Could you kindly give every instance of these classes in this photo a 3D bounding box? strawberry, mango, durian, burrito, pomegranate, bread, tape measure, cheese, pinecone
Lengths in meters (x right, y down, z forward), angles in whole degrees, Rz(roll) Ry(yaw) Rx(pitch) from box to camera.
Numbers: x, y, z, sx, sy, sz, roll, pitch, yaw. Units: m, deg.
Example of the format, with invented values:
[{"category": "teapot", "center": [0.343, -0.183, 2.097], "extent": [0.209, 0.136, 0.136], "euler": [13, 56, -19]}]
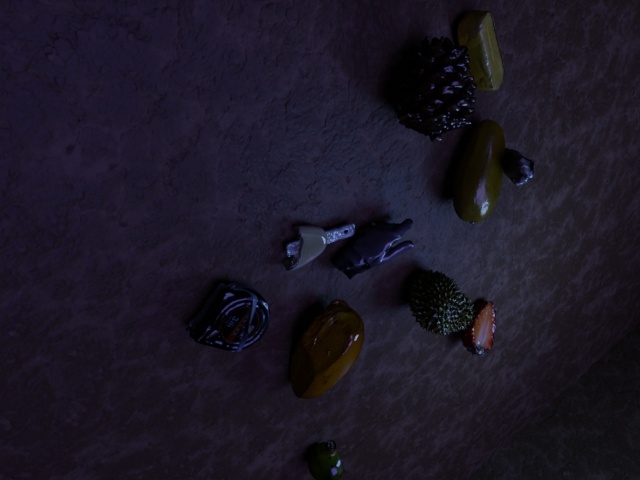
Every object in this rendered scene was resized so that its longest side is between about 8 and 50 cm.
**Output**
[{"category": "strawberry", "center": [0.660, 0.365, 2.007], "extent": [0.190, 0.111, 0.236], "euler": [38, 66, -33]}, {"category": "mango", "center": [0.527, -0.218, 1.547], "extent": [0.195, 0.142, 0.331], "euler": [5, 102, -53]}, {"category": "durian", "center": [0.403, 0.212, 1.636], "extent": [0.177, 0.237, 0.200], "euler": [24, 115, -37]}, {"category": "mango", "center": [0.013, 0.358, 1.456], "extent": [0.199, 0.201, 0.349], "euler": [19, 113, -12]}, {"category": "burrito", "center": [0.640, -0.250, 1.553], "extent": [0.066, 0.309, 0.096], "euler": [5, 108, 8]}, {"category": "pomegranate", "center": [0.015, 0.820, 1.735], "extent": [0.122, 0.143, 0.169], "euler": [-27, 136, -23]}, {"category": "bread", "center": [0.462, -0.543, 1.356], "extent": [0.102, 0.094, 0.245], "euler": [-52, 134, -15]}, {"category": "tape measure", "center": [-0.227, 0.202, 1.239], "extent": [0.181, 0.107, 0.182], "euler": [38, 89, -40]}, {"category": "cheese", "center": [-0.001, 0.000, 1.334], "extent": [0.235, 0.050, 0.127], "euler": [-16, 122, -28]}, {"category": "pinecone", "center": [0.296, -0.392, 1.234], "extent": [0.224, 0.224, 0.272], "euler": [-8, 98, -34]}]

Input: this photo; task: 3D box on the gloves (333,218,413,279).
[{"category": "gloves", "center": [0.171, 0.020, 1.426], "extent": [0.286, 0.142, 0.119], "euler": [-35, 158, -17]}]
